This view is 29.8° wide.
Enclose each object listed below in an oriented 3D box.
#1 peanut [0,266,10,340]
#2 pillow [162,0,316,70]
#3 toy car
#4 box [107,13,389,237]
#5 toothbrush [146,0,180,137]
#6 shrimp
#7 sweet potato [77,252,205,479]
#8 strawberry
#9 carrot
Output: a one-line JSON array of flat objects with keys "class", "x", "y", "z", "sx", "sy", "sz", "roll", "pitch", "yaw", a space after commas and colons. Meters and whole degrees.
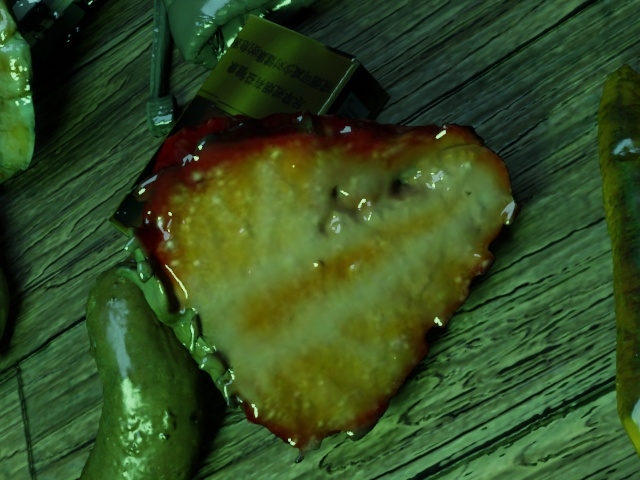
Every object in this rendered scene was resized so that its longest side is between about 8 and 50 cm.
[{"class": "peanut", "x": -0.382, "y": 0.025, "z": 1.207, "sx": 0.123, "sy": 0.123, "sz": 0.257, "roll": -36, "pitch": 49, "yaw": 13}, {"class": "pillow", "x": -0.029, "y": -0.335, "z": 1.180, "sx": 0.326, "sy": 0.101, "sz": 0.228, "roll": -34, "pitch": 53, "yaw": 17}, {"class": "toy car", "x": -0.361, "y": -0.305, "z": 1.374, "sx": 0.193, "sy": 0.118, "sz": 0.301, "roll": -46, "pitch": 49, "yaw": 8}, {"class": "box", "x": -0.069, "y": -0.075, "z": 1.087, "sx": 0.159, "sy": 0.071, "sz": 0.240, "roll": 31, "pitch": 85, "yaw": 38}, {"class": "toothbrush", "x": -0.163, "y": -0.236, "z": 1.259, "sx": 0.030, "sy": 0.030, "sz": 0.297, "roll": -14, "pitch": 59, "yaw": 17}, {"class": "shrimp", "x": -0.401, "y": -0.144, "z": 1.290, "sx": 0.365, "sy": 0.071, "sz": 0.233, "roll": -37, "pitch": 80, "yaw": 45}, {"class": "sweet potato", "x": -0.154, "y": 0.145, "z": 0.988, "sx": 0.124, "sy": 0.098, "sz": 0.310, "roll": 14, "pitch": 91, "yaw": 30}, {"class": "strawberry", "x": -0.017, "y": -0.006, "z": 0.942, "sx": 0.280, "sy": 0.253, "sz": 0.150, "roll": -52, "pitch": 10, "yaw": -5}, {"class": "carrot", "x": 0.232, "y": 0.003, "z": 0.857, "sx": 0.066, "sy": 0.066, "sz": 0.314, "roll": -16, "pitch": 55, "yaw": 26}]
